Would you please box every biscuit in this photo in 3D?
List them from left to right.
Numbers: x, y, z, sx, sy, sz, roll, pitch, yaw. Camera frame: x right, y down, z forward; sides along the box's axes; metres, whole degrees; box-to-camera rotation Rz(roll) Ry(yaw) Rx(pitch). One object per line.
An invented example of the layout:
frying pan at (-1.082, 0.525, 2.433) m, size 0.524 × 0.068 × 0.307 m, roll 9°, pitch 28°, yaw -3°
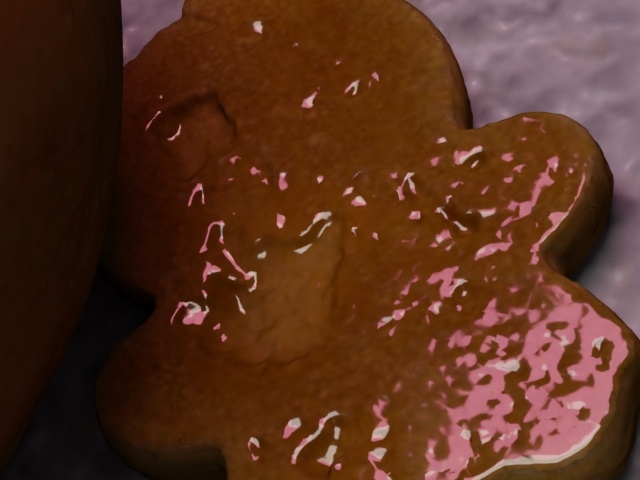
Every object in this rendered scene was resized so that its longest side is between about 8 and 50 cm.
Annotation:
biscuit at (0.001, 0.001, 0.539) m, size 0.184 × 0.035 × 0.249 m, roll -32°, pitch 54°, yaw 0°

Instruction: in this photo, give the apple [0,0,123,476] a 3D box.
apple at (-0.215, -0.050, 0.480) m, size 0.338 × 0.338 × 0.305 m, roll 5°, pitch 46°, yaw 23°
